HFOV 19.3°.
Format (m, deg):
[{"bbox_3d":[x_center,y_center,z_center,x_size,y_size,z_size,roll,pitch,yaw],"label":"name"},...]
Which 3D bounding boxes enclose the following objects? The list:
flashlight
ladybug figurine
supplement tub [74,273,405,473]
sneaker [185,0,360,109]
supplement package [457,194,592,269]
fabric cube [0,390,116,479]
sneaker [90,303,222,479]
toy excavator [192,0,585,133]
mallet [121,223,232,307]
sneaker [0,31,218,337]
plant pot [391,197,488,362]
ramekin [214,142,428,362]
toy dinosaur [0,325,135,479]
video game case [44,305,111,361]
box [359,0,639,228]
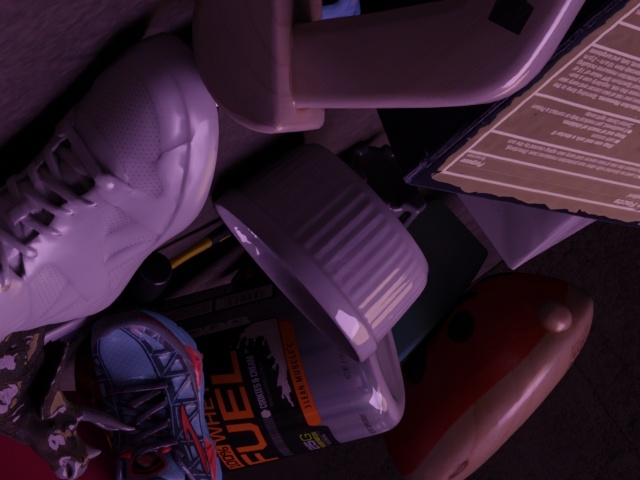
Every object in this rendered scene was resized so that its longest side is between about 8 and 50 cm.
[{"bbox_3d":[0.000,0.000,2.051,0.103,0.103,0.304,7,146,-24],"label":"flashlight"},{"bbox_3d":[0.210,0.179,2.544,0.305,0.162,0.449,-50,178,-39],"label":"ladybug figurine"},{"bbox_3d":[-0.084,0.140,1.969,0.316,0.194,0.193,-16,174,10],"label":"supplement tub"},{"bbox_3d":[-0.038,-0.150,1.282,0.162,0.063,0.073,-34,154,-30],"label":"sneaker"},{"bbox_3d":[0.272,-0.139,1.930,0.262,0.199,0.198,-28,168,-36],"label":"supplement package"},{"bbox_3d":[-0.333,0.306,1.787,0.254,0.259,0.258,-30,165,14],"label":"fabric cube"},{"bbox_3d":[-0.154,0.187,1.817,0.104,0.262,0.125,-15,-157,8],"label":"sneaker"},{"bbox_3d":[0.177,-0.201,1.091,0.445,0.433,0.222,-66,162,13],"label":"toy excavator"},{"bbox_3d":[-0.120,0.009,1.850,0.189,0.039,0.062,-32,171,-42],"label":"mallet"},{"bbox_3d":[-0.185,-0.014,1.252,0.169,0.108,0.292,-22,158,-38],"label":"sneaker"},{"bbox_3d":[0.100,0.064,2.527,0.234,0.165,0.166,-39,173,-22],"label":"plant pot"},{"bbox_3d":[0.008,0.004,1.763,0.109,0.207,0.207,-42,172,-6],"label":"ramekin"},{"bbox_3d":[-0.270,0.076,1.476,0.160,0.121,0.313,-34,140,-21],"label":"toy dinosaur"},{"bbox_3d":[-0.310,0.131,1.835,0.183,0.023,0.201,-27,169,-36],"label":"video game case"},{"bbox_3d":[0.226,-0.172,1.411,0.296,0.183,0.294,9,140,-44],"label":"box"}]
